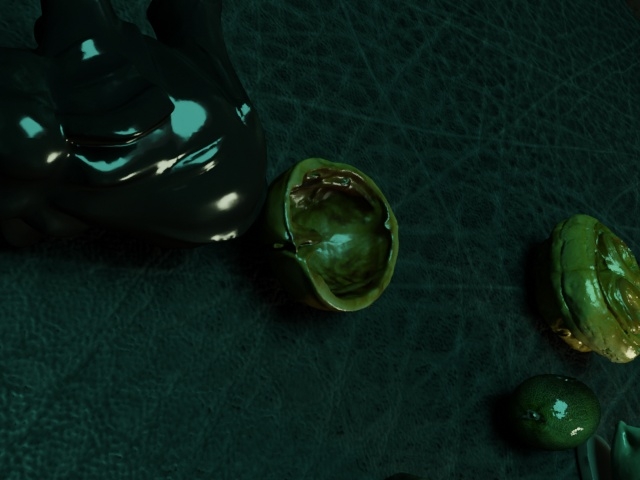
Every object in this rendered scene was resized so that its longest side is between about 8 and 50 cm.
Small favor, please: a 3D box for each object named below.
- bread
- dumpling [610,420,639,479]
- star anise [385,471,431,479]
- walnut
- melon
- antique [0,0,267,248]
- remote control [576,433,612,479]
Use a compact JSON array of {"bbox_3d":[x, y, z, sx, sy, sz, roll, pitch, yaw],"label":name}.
[{"bbox_3d":[0.426,0.074,1.100,0.198,0.120,0.236,39,42,-20],"label":"bread"},{"bbox_3d":[0.442,0.353,0.930,0.105,0.149,0.216,-7,56,-6],"label":"dumpling"},{"bbox_3d":[0.144,0.342,0.611,0.332,0.118,0.331,43,18,-18],"label":"star anise"},{"bbox_3d":[-0.001,0.000,0.758,0.211,0.087,0.167,-4,78,-54],"label":"walnut"},{"bbox_3d":[0.305,0.221,0.902,0.162,0.099,0.099,10,57,-48],"label":"melon"},{"bbox_3d":[-0.171,-0.115,0.599,0.322,0.185,0.254,19,51,-39],"label":"antique"},{"bbox_3d":[0.391,0.384,0.936,0.077,0.022,0.244,25,50,-34],"label":"remote control"}]
